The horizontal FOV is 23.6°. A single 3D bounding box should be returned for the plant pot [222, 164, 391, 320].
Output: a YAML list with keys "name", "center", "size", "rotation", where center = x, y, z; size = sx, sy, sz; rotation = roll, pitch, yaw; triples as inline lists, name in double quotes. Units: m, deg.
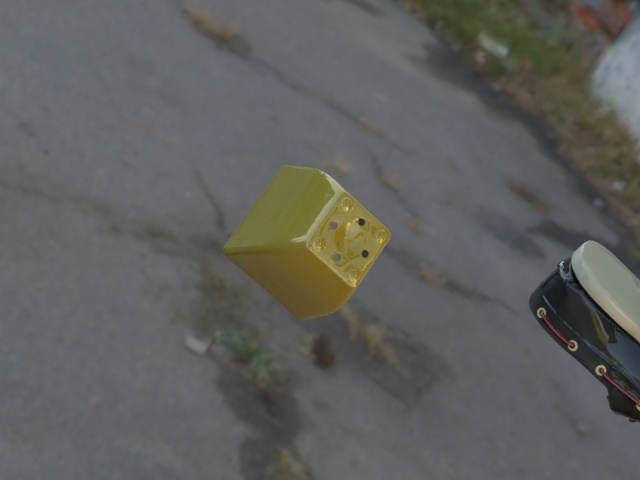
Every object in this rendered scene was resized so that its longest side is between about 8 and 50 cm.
- name: "plant pot"
  center: [0.000, 0.000, 1.035]
  size: [0.081, 0.081, 0.083]
  rotation: [42, -20, -20]

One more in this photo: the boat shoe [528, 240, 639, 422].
- name: "boat shoe"
  center: [0.150, 0.061, 0.689]
  size: [0.133, 0.042, 0.049]
  rotation: [47, 32, 5]
